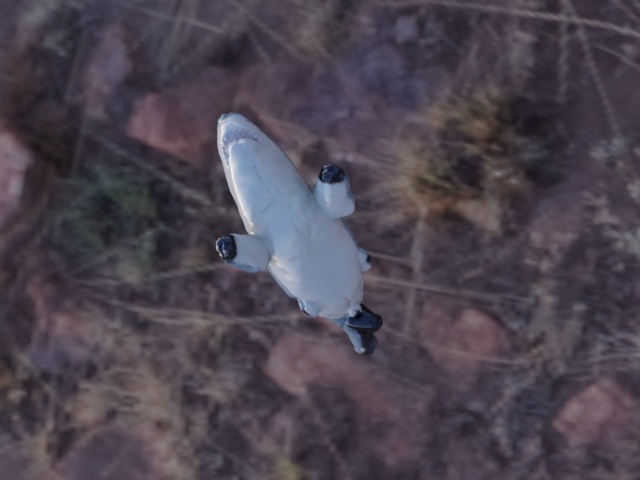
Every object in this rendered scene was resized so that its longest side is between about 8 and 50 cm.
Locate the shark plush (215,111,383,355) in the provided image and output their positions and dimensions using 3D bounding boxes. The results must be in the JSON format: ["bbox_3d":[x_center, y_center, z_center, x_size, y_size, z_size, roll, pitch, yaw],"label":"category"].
[{"bbox_3d":[0.000,0.000,0.949,0.073,0.161,0.067,-44,40,5],"label":"shark plush"}]
